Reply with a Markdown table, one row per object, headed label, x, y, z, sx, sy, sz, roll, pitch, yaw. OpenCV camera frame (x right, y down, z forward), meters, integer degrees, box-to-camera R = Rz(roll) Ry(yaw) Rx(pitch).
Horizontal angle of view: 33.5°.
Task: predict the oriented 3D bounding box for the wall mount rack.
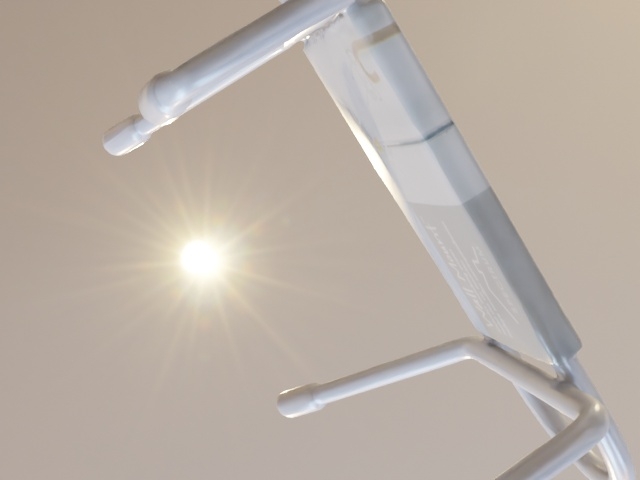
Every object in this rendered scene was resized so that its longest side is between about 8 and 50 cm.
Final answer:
| label | x | y | z | sx | sy | sz | roll | pitch | yaw |
| --- | --- | --- | --- | --- | --- | --- | --- | --- | --- |
| wall mount rack | 0.000 | 0.000 | 0.539 | 0.130 | 0.304 | 0.350 | -33 | -82 | -8 |
